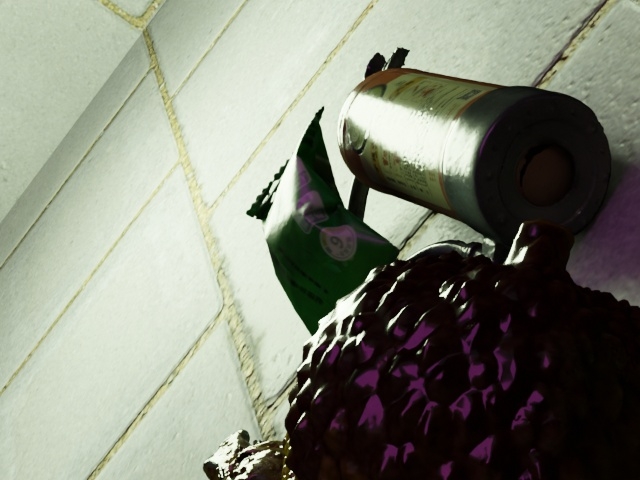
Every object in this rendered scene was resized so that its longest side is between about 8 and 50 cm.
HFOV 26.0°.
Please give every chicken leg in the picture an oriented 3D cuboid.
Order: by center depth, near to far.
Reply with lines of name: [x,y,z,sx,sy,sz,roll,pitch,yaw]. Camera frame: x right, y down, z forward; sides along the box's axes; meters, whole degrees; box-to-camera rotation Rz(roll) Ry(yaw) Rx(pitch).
chicken leg: [-0.050,0.202,1.125,0.125,0.080,0.196,-55,12,-27]

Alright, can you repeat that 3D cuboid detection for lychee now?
lychee: [0.092,0.122,0.740,0.236,0.236,0.271,-2,81,63]

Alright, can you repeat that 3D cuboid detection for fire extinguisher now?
fire extinguisher: [0.080,-0.056,1.149,0.200,0.113,0.376,-57,22,0]

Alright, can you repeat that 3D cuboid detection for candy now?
candy: [-0.004,0.002,1.196,0.141,0.078,0.203,102,149,-45]

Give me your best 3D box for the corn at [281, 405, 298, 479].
corn: [0.017,0.184,0.966,0.101,0.101,0.310,-41,25,32]
